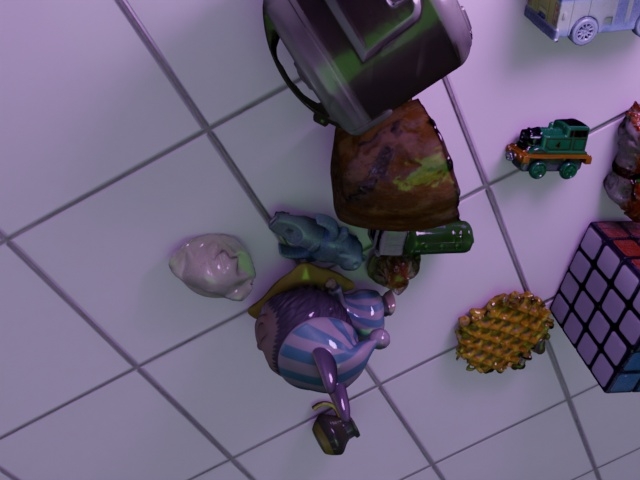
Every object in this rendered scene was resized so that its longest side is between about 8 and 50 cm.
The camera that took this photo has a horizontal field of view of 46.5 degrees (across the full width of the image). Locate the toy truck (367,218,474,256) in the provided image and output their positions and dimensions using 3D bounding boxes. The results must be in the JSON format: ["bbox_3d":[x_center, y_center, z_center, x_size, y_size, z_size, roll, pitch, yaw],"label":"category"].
[{"bbox_3d":[0.243,-0.018,1.791,0.242,0.125,0.101,-1,127,-15],"label":"toy truck"}]

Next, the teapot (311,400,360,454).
[{"bbox_3d":[0.038,0.542,2.176,0.119,0.130,0.165,-27,99,-14],"label":"teapot"}]

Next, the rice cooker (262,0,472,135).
[{"bbox_3d":[0.067,-0.383,1.335,0.325,0.335,0.335,-31,129,9],"label":"rice cooker"}]

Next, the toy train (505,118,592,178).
[{"bbox_3d":[0.541,-0.220,1.750,0.228,0.091,0.136,1,116,-16],"label":"toy train"}]

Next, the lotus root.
[{"bbox_3d":[0.133,-0.171,1.531,0.250,0.316,0.316,-13,129,0],"label":"lotus root"}]

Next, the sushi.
[{"bbox_3d":[0.783,-0.188,1.828,0.124,0.130,0.332,-14,135,-13],"label":"sushi"}]

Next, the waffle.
[{"bbox_3d":[0.525,0.271,2.136,0.329,0.062,0.329,-9,129,-12],"label":"waffle"}]

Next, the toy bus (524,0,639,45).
[{"bbox_3d":[0.588,-0.516,1.492,0.312,0.152,0.190,-8,129,-10],"label":"toy bus"}]

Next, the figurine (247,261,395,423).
[{"bbox_3d":[0.031,0.280,1.780,0.361,0.377,0.266,9,138,-25],"label":"figurine"}]

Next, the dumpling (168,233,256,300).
[{"bbox_3d":[-0.244,0.057,1.724,0.181,0.111,0.155,35,80,-42],"label":"dumpling"}]

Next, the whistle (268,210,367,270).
[{"bbox_3d":[0.000,0.000,1.752,0.269,0.093,0.180,20,144,-27],"label":"whistle"}]

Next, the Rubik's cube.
[{"bbox_3d":[0.879,0.171,1.984,0.344,0.344,0.337,-1,127,-16],"label":"Rubik's cube"}]

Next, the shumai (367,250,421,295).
[{"bbox_3d":[0.190,0.078,1.853,0.145,0.116,0.145,-9,129,-12],"label":"shumai"}]
